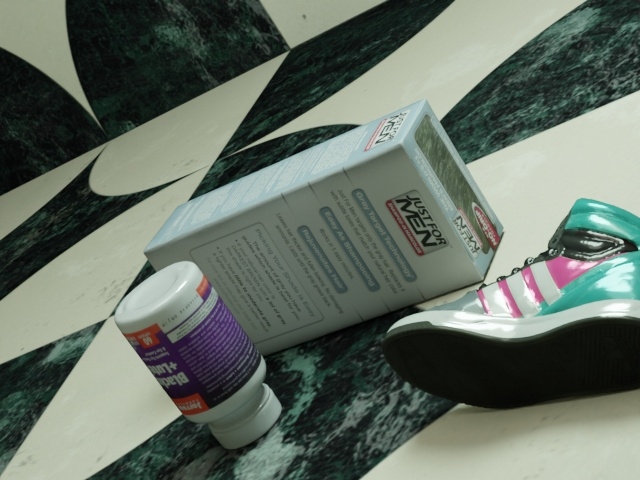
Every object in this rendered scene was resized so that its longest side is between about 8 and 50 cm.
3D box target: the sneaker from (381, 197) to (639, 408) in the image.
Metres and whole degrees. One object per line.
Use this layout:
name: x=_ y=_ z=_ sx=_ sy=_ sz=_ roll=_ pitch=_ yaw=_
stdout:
sneaker: x=0.206 y=0.047 z=1.343 sx=0.295 sy=0.124 sz=0.178 roll=-7 pitch=36 yaw=37

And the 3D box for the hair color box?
hair color box: x=0.000 y=0.000 z=1.700 sx=0.374 sy=0.185 sz=0.113 roll=-21 pitch=22 yaw=32

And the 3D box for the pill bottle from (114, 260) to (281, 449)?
pill bottle: x=-0.126 y=0.128 z=1.581 sx=0.108 sy=0.193 sz=0.108 roll=-30 pitch=19 yaw=12
